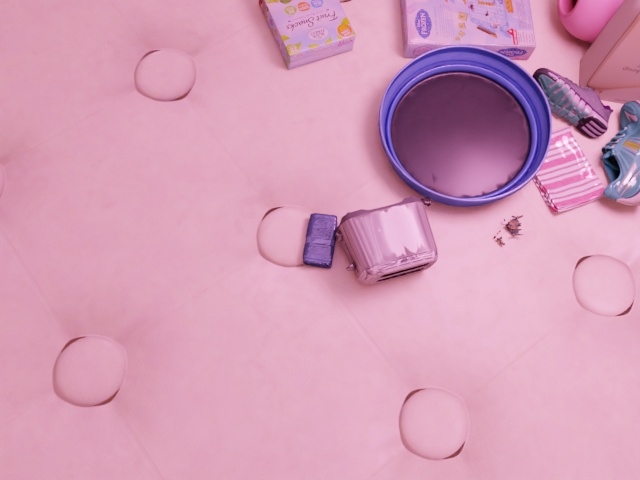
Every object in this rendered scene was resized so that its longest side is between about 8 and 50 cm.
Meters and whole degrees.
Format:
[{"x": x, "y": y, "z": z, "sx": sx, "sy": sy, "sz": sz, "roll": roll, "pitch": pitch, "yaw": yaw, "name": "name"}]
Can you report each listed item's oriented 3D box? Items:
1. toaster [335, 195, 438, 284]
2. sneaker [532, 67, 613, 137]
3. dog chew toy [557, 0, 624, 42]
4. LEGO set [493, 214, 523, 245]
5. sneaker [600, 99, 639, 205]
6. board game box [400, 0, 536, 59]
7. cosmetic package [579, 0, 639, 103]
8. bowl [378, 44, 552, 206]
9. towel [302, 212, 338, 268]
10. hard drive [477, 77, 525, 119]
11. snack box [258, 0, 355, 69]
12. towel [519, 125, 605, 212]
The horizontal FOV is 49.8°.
[{"x": 0.152, "y": 0.002, "z": 1.470, "sx": 0.227, "sy": 0.129, "sz": 0.146, "roll": -14, "pitch": 76, "yaw": -14, "name": "toaster"}, {"x": 0.600, "y": -0.345, "z": 1.646, "sx": 0.224, "sy": 0.083, "sz": 0.098, "roll": 40, "pitch": 60, "yaw": -9, "name": "sneaker"}, {"x": 0.758, "y": -0.583, "z": 1.685, "sx": 0.332, "sy": 0.206, "sz": 0.206, "roll": 2, "pitch": 70, "yaw": -11, "name": "dog chew toy"}, {"x": 0.427, "y": -0.025, "z": 1.556, "sx": 0.083, "sy": 0.023, "sz": 0.054, "roll": -29, "pitch": 72, "yaw": 0, "name": "LEGO set"}, {"x": 0.707, "y": -0.210, "z": 1.593, "sx": 0.110, "sy": 0.107, "sz": 0.275, "roll": 9, "pitch": 65, "yaw": 7, "name": "sneaker"}, {"x": 0.359, "y": -0.606, "z": 1.729, "sx": 0.318, "sy": 0.066, "sz": 0.318, "roll": 1, "pitch": 71, "yaw": -4, "name": "board game box"}, {"x": 0.728, "y": -0.443, "z": 1.570, "sx": 0.160, "sy": 0.309, "sz": 0.113, "roll": 10, "pitch": 70, "yaw": 1, "name": "cosmetic package"}, {"x": 0.327, "y": -0.260, "z": 1.585, "sx": 0.391, "sy": 0.077, "sz": 0.390, "roll": 0, "pitch": 73, "yaw": 0, "name": "bowl"}, {"x": 0.000, "y": 0.000, "z": 1.509, "sx": 0.067, "sy": 0.029, "sz": 0.119, "roll": 9, "pitch": 71, "yaw": -1, "name": "towel"}, {"x": 0.458, "y": -0.357, "z": 1.671, "sx": 0.135, "sy": 0.022, "sz": 0.094, "roll": 41, "pitch": 73, "yaw": 10, "name": "hard drive"}, {"x": -0.034, "y": -0.538, "z": 1.675, "sx": 0.175, "sy": 0.070, "sz": 0.207, "roll": -21, "pitch": 75, "yaw": -11, "name": "snack box"}, {"x": 0.563, "y": -0.169, "z": 1.609, "sx": 0.144, "sy": 0.029, "sz": 0.197, "roll": -19, "pitch": 73, "yaw": -11, "name": "towel"}]
